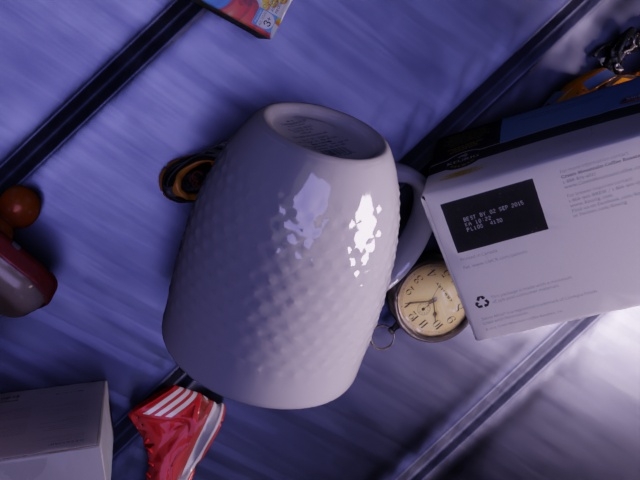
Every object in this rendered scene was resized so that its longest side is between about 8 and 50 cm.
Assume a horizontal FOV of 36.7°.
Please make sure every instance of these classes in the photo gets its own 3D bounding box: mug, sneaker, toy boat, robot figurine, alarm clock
[{"bbox_3d":[0.000,0.000,1.269,0.374,0.276,0.328,-6,125,-37],"label":"mug"},{"bbox_3d":[-0.120,-0.105,1.345,0.215,0.083,0.084,-27,104,-5],"label":"sneaker"},{"bbox_3d":[-0.437,-0.014,1.295,0.231,0.151,0.151,43,62,-17],"label":"toy boat"},{"bbox_3d":[-0.244,0.313,1.427,0.128,0.087,0.221,30,84,-7],"label":"sneaker"},{"bbox_3d":[0.451,-0.185,1.429,0.291,0.085,0.211,-32,107,-2],"label":"robot figurine"},{"bbox_3d":[0.151,0.096,1.448,0.192,0.064,0.129,-39,106,-3],"label":"alarm clock"}]

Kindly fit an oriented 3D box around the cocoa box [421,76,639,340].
[{"bbox_3d":[0.339,-0.050,1.281,0.347,0.228,0.231,-16,111,18],"label":"cocoa box"}]

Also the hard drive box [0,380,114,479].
[{"bbox_3d":[-0.377,0.280,1.306,0.181,0.232,0.089,-7,103,-8],"label":"hard drive box"}]

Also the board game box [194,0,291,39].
[{"bbox_3d":[-0.159,-0.388,1.241,0.275,0.144,0.142,26,96,-16],"label":"board game box"}]
